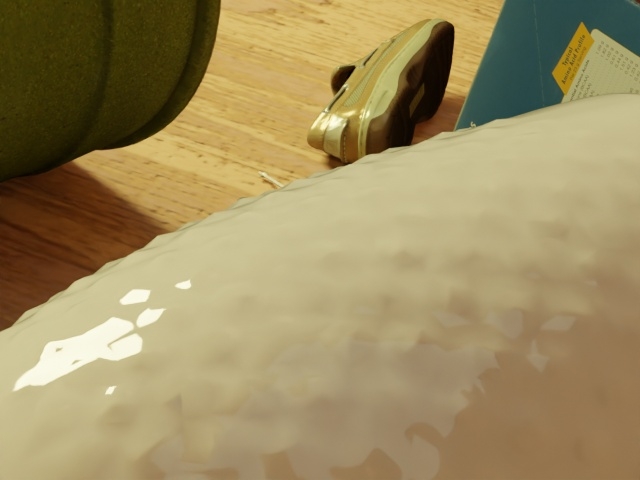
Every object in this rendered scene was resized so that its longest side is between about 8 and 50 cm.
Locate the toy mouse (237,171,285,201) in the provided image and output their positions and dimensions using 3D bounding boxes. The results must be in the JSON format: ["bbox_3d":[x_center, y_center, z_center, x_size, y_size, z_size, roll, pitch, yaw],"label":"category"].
[{"bbox_3d":[0.000,0.000,1.047,0.161,0.031,0.143,23,31,19],"label":"toy mouse"}]

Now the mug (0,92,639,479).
[{"bbox_3d":[-0.013,0.114,0.655,0.328,0.276,0.374,-18,10,-30],"label":"mug"}]

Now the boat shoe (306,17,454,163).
[{"bbox_3d":[0.042,-0.112,1.228,0.072,0.068,0.190,9,28,18],"label":"boat shoe"}]

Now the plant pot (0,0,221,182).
[{"bbox_3d":[-0.305,-0.143,0.918,0.366,0.366,0.353,31,47,30],"label":"plant pot"}]

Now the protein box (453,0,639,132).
[{"bbox_3d":[0.193,-0.041,1.004,0.136,0.199,0.201,-1,31,-38],"label":"protein box"}]
